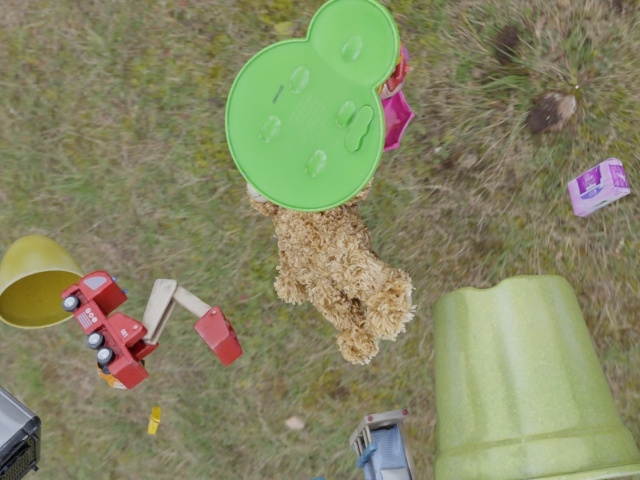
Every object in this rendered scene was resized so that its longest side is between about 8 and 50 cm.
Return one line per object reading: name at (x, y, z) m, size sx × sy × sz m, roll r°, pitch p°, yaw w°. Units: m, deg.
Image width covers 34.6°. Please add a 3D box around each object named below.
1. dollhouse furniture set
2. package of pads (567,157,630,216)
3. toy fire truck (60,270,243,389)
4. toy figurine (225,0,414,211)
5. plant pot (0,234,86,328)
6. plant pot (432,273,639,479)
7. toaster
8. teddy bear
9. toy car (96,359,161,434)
dollhouse furniture set at (0.039, 0.330, 1.449) m, size 0.184 × 0.129 × 0.129 m, roll -8°, pitch 65°, yaw -14°
package of pads at (0.363, -0.069, 1.348) m, size 0.083 × 0.032 × 0.050 m, roll -37°, pitch 58°, yaw 53°
toy fire truck at (-0.186, 0.086, 1.113) m, size 0.135 × 0.047 × 0.192 m, roll -37°, pitch 54°, yaw -8°
toy figurine at (0.027, -0.119, 0.821) m, size 0.130 × 0.159 × 0.173 m, roll 36°, pitch 115°, yaw 12°
plant pot at (-0.405, 0.048, 1.469) m, size 0.134 × 0.134 × 0.095 m, roll -37°, pitch 54°, yaw 16°
plant pot at (0.250, 0.184, 1.291) m, size 0.276 × 0.276 × 0.253 m, roll -12°, pitch 75°, yaw 15°
toaster at (-0.375, 0.230, 1.043) m, size 0.110 × 0.185 × 0.168 m, roll 39°, pitch 62°, yaw 5°
teddy bear at (0.000, 0.000, 1.316) m, size 0.113 × 0.245 × 0.338 m, roll -20°, pitch 87°, yaw -27°
toy car at (-0.228, 0.181, 1.200) m, size 0.060 × 0.122 × 0.040 m, roll 3°, pitch 126°, yaw -27°
